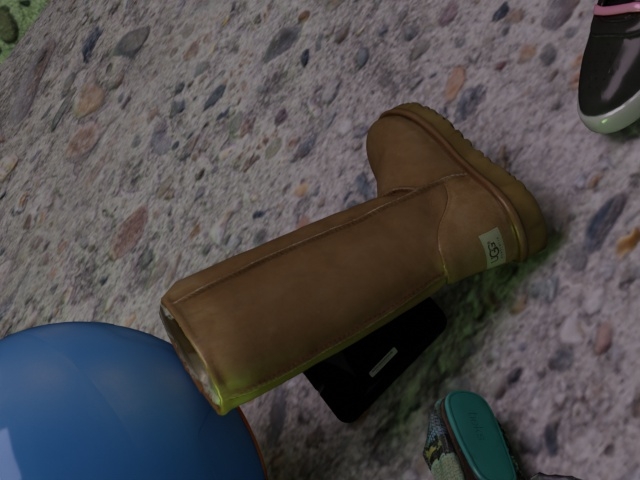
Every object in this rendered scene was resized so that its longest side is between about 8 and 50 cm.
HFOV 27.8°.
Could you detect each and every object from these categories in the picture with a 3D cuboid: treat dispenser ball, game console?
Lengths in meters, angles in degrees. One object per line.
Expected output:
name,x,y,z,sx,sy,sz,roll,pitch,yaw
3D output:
treat dispenser ball,-0.180,0.205,0.974,0.288,0.288,0.288,-36,36,32
game console,0.045,0.073,1.049,0.122,0.071,0.107,-48,61,16

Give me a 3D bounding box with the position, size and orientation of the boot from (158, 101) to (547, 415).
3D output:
boot,0.000,0.000,0.972,0.269,0.089,0.236,-25,28,-14

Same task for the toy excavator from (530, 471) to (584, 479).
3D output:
toy excavator,0.085,0.384,0.533,0.433,0.222,0.445,-39,43,30

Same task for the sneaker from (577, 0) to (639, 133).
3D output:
sneaker,0.229,-0.232,0.939,0.104,0.147,0.296,14,75,56

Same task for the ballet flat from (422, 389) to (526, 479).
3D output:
ballet flat,0.108,0.180,0.823,0.070,0.070,0.188,-43,31,22
